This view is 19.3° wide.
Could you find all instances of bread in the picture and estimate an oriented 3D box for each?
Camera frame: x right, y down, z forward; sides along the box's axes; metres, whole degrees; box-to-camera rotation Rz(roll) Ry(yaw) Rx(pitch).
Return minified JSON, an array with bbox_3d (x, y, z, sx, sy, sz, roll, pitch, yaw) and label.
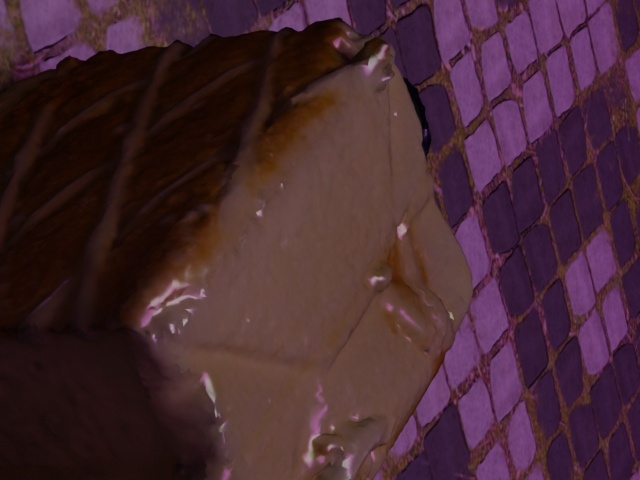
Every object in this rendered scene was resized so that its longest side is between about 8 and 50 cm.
[{"bbox_3d":[-0.122,0.050,1.329,0.390,0.371,0.279,-58,135,-44],"label":"bread"}]

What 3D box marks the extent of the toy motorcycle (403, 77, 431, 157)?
[{"bbox_3d":[0.000,0.000,1.734,0.410,0.168,0.237,-33,108,-49],"label":"toy motorcycle"}]
